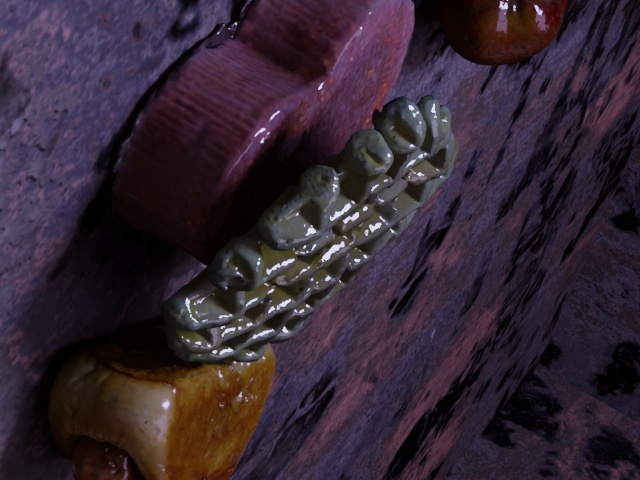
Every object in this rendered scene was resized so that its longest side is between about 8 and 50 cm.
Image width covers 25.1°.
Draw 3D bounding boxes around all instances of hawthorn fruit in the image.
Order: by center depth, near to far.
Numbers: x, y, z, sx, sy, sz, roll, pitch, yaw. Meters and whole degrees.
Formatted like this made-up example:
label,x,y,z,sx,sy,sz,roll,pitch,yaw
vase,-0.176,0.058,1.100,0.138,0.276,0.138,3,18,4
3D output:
label,x,y,z,sx,sy,sz,roll,pitch,yaw
hawthorn fruit,0.200,-0.267,1.626,0.162,0.162,0.203,-58,175,-9

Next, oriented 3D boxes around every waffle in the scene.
label,x,y,z,sx,sy,sz,roll,pitch,yaw
waffle,0.000,0.000,1.219,0.309,0.056,0.292,-43,166,1

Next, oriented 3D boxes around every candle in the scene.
label,x,y,z,sx,sy,sz,roll,pitch,yaw
candle,-0.038,-0.079,1.264,0.317,0.131,0.287,-47,161,-33

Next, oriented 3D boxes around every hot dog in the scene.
label,x,y,z,sx,sy,sz,roll,pitch,yaw
hot dog,-0.147,0.167,1.319,0.256,0.150,0.153,-17,125,-66

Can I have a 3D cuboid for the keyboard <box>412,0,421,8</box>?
label,x,y,z,sx,sy,sz,roll,pitch,yaw
keyboard,0.124,-0.347,1.470,0.072,0.023,0.231,-52,162,-46
